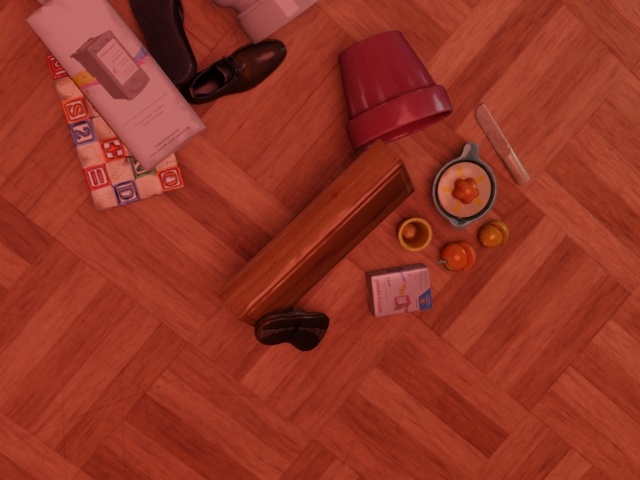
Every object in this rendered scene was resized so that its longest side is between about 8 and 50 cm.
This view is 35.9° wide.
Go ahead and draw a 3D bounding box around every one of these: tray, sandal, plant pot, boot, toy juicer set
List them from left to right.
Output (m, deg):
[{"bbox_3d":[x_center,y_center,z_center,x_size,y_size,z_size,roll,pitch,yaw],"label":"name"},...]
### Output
[{"bbox_3d":[-0.287,-0.403,1.813,0.097,0.054,0.254,-15,86,23],"label":"sandal"},{"bbox_3d":[-0.156,-0.311,1.841,0.219,0.106,0.082,-28,104,-4],"label":"boot"},{"bbox_3d":[-0.059,0.166,1.922,0.219,0.060,0.090,7,118,-51],"label":"sandal"},{"bbox_3d":[0.000,0.000,1.870,0.411,0.203,0.076,-44,74,0],"label":"tray"},{"bbox_3d":[0.124,-0.287,1.861,0.201,0.201,0.180,-21,87,-5],"label":"plant pot"},{"bbox_3d":[0.315,-0.081,1.972,0.209,0.089,0.329,34,92,-13],"label":"toy juicer set"}]

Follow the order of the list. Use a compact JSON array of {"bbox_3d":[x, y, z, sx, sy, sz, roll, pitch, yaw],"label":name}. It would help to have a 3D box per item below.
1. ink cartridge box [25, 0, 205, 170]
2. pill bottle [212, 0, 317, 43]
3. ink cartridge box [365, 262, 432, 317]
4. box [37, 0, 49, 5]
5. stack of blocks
[{"bbox_3d":[-0.341,-0.276,1.664,0.131,0.226,0.306,-39,103,-3],"label":"ink cartridge box"},{"bbox_3d":[-0.154,-0.545,1.750,0.204,0.204,0.361,-36,103,-2],"label":"pill bottle"},{"bbox_3d":[0.158,0.101,1.996,0.122,0.052,0.088,-9,102,-7],"label":"ink cartridge box"},{"bbox_3d":[-0.507,-0.499,1.708,0.181,0.182,0.119,38,91,-14],"label":"box"},{"bbox_3d":[-0.376,-0.220,1.829,0.171,0.087,0.297,-18,102,-7],"label":"stack of blocks"}]
